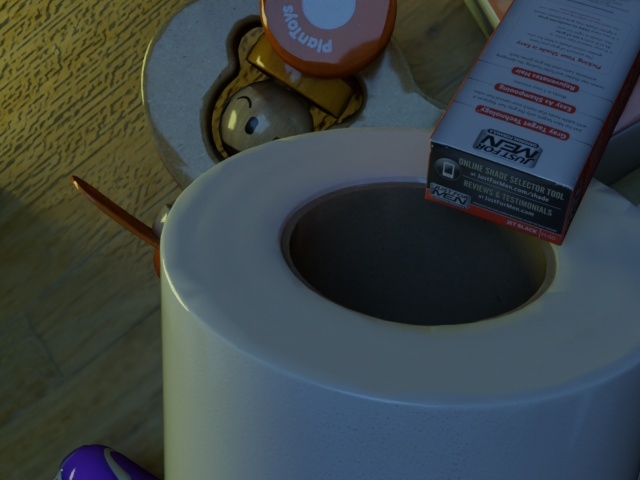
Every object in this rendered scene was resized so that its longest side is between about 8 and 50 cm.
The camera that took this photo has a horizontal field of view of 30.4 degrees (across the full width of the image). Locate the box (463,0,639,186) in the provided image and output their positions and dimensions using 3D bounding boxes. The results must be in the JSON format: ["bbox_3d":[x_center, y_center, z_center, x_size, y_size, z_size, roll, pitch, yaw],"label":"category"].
[{"bbox_3d":[0.168,-0.234,0.732,0.215,0.168,0.345,-31,78,8],"label":"box"}]

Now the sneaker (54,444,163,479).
[{"bbox_3d":[-0.030,0.208,0.761,0.293,0.102,0.146,40,93,7],"label":"sneaker"}]

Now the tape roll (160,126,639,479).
[{"bbox_3d":[0.042,0.070,0.591,0.246,0.246,0.169,13,122,14],"label":"tape roll"}]

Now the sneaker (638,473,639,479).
[{"bbox_3d":[0.174,0.167,0.729,0.227,0.087,0.130,-9,107,-7],"label":"sneaker"}]

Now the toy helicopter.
[{"bbox_3d":[0.000,0.000,0.766,0.235,0.140,0.355,-30,90,1],"label":"toy helicopter"}]

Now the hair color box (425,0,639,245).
[{"bbox_3d":[0.110,-0.070,0.580,0.072,0.043,0.141,21,53,17],"label":"hair color box"}]
